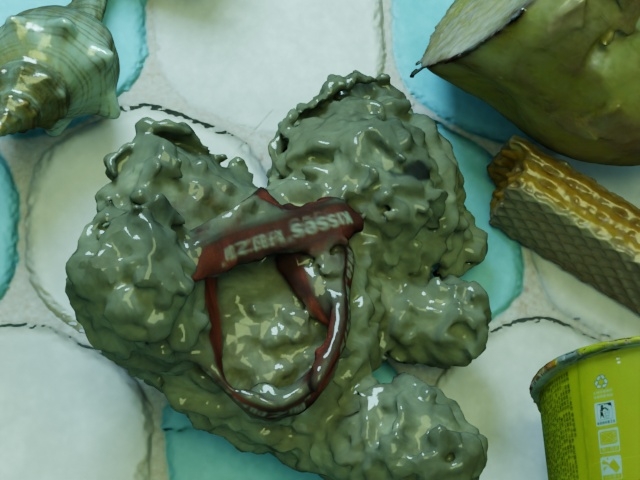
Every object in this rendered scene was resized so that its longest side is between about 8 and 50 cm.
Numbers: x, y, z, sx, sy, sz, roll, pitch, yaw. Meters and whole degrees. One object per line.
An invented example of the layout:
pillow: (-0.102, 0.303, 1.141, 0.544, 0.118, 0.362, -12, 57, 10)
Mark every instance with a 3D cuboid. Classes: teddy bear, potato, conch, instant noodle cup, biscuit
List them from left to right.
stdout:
conch: (-0.225, -0.139, 1.140, 0.137, 0.234, 0.114, -28, 102, 12)
teddy bear: (0.000, 0.000, 1.080, 0.357, 0.224, 0.367, 33, 64, -13)
potato: (0.262, -0.169, 1.174, 0.237, 0.301, 0.289, 44, 73, -12)
biscuit: (0.309, 0.036, 1.184, 0.379, 0.094, 0.054, 32, 67, 1)
instant noodle cup: (0.289, 0.201, 1.024, 0.264, 0.264, 0.200, 6, 67, -9)
